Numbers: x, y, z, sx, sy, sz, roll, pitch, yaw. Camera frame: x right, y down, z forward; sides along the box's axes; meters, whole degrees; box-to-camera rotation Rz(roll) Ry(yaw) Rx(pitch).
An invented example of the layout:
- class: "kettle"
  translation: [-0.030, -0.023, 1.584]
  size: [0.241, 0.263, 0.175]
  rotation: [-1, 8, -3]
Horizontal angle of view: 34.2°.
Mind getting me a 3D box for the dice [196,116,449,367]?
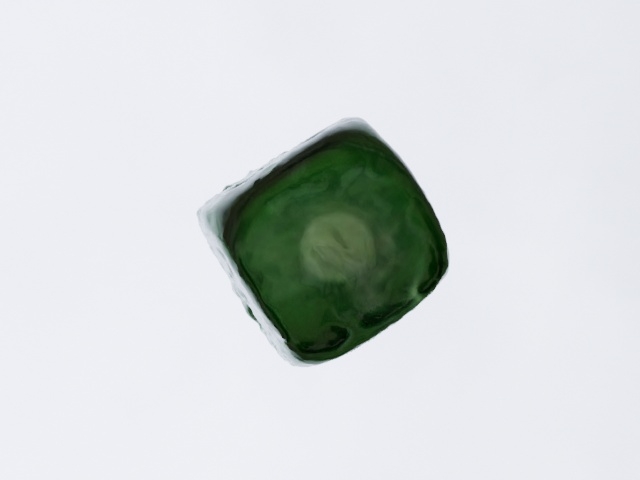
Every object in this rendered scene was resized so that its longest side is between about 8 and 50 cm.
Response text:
- class: "dice"
  translation: [0.000, 0.000, 0.695]
  size: [0.131, 0.120, 0.128]
  rotation: [-33, -81, -9]
